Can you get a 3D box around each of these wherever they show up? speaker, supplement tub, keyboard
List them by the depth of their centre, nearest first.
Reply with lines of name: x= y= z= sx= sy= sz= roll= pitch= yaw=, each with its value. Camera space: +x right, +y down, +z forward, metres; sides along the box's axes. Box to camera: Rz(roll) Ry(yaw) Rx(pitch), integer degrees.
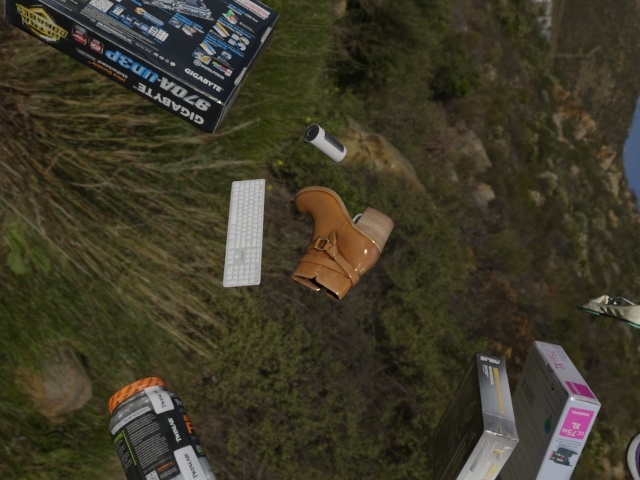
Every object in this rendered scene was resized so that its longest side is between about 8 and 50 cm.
supplement tub: x=-0.249 y=0.315 z=0.850 sx=0.117 sy=0.190 sz=0.117 roll=-27 pitch=156 yaw=-13
keyboard: x=-0.153 y=-0.021 z=1.123 sx=0.014 sy=0.072 sz=0.256 roll=87 pitch=2 yaw=-57
speaker: x=0.014 y=-0.272 z=1.550 sx=0.136 sy=0.055 sz=0.055 roll=29 pitch=73 yaw=-48

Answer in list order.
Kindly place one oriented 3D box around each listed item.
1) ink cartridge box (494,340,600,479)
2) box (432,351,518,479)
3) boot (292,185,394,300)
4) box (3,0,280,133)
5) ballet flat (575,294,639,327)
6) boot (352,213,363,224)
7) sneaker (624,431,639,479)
ink cartridge box: x=0.377 y=0.356 z=0.968 sx=0.186 sy=0.065 sz=0.311 roll=-77 pitch=180 yaw=-71
box: x=0.256 y=0.337 z=0.945 sx=0.183 sy=0.056 sz=0.231 roll=-72 pitch=178 yaw=-60
boot: x=0.000 y=0.000 z=0.867 sx=0.152 sy=0.197 sz=0.073 roll=-54 pitch=140 yaw=-18
box: x=-0.170 y=-0.230 z=0.570 sx=0.051 sy=0.220 sz=0.175 roll=-48 pitch=-162 yaw=50
ballet flat: x=0.629 y=0.145 z=1.192 sx=0.168 sy=0.057 sz=0.052 roll=17 pitch=-90 yaw=67
boot: x=0.020 y=0.043 z=1.261 sx=0.176 sy=0.088 sz=0.244 roll=-45 pitch=174 yaw=30
sneaker: x=0.665 y=0.491 z=1.005 sx=0.107 sy=0.124 sz=0.283 roll=-35 pitch=105 yaw=-20
